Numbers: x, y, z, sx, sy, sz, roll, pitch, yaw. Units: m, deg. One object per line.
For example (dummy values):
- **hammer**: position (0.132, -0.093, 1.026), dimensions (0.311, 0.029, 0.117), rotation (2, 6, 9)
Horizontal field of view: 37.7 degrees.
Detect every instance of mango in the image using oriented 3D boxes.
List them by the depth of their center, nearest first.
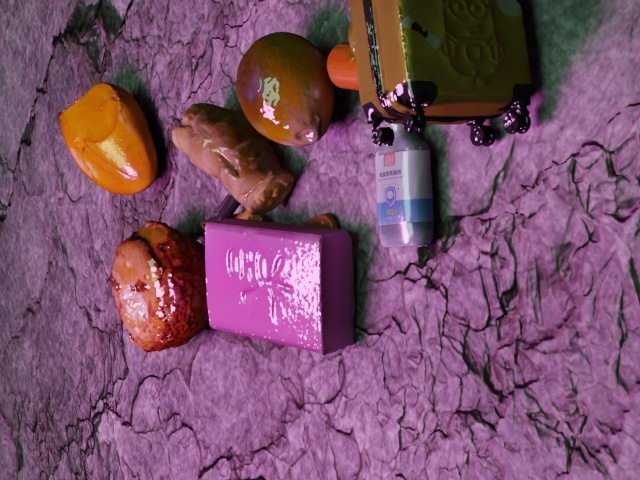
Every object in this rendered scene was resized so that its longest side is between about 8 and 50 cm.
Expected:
- **mango**: position (-0.408, -0.185, 1.875), dimensions (0.187, 0.138, 0.257), rotation (-45, 60, 23)

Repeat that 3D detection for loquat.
- **loquat**: position (-0.047, -0.221, 1.396), dimensions (0.152, 0.152, 0.195), rotation (-52, 45, 40)

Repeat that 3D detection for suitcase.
- **suitcase**: position (0.136, -0.232, 1.116), dimensions (0.143, 0.194, 0.234), rotation (-17, 78, 62)

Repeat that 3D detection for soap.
- **soap**: position (-0.069, 0.063, 1.449), dimensions (0.259, 0.081, 0.181), rotation (8, 103, 41)

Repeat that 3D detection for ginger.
- **ginger**: position (-0.144, -0.146, 1.547), dimensions (0.263, 0.116, 0.109), rotation (43, 135, 36)

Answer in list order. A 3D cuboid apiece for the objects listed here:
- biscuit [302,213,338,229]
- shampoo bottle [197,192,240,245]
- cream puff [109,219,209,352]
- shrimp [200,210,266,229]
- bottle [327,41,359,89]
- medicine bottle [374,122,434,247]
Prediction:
- **biscuit**: position (0.000, 0.000, 1.450), dimensions (0.091, 0.015, 0.078), rotation (-18, 80, 52)
- **shampoo bottle**: position (-0.162, -0.050, 1.590), dimensions (0.137, 0.027, 0.048), rotation (-53, 20, -4)
- **cream puff**: position (-0.286, 0.082, 1.710), dimensions (0.240, 0.164, 0.240), rotation (35, 134, 46)
- **shrimp**: position (-0.136, -0.003, 1.600), dimensions (0.217, 0.051, 0.115), rotation (29, 108, 49)
- **bottle**: position (0.090, -0.236, 1.280), dimensions (0.187, 0.069, 0.069), rotation (17, 106, 49)
- **medicine bottle**: position (0.111, -0.095, 1.268), dimensions (0.090, 0.054, 0.208), rotation (-4, 89, 54)
